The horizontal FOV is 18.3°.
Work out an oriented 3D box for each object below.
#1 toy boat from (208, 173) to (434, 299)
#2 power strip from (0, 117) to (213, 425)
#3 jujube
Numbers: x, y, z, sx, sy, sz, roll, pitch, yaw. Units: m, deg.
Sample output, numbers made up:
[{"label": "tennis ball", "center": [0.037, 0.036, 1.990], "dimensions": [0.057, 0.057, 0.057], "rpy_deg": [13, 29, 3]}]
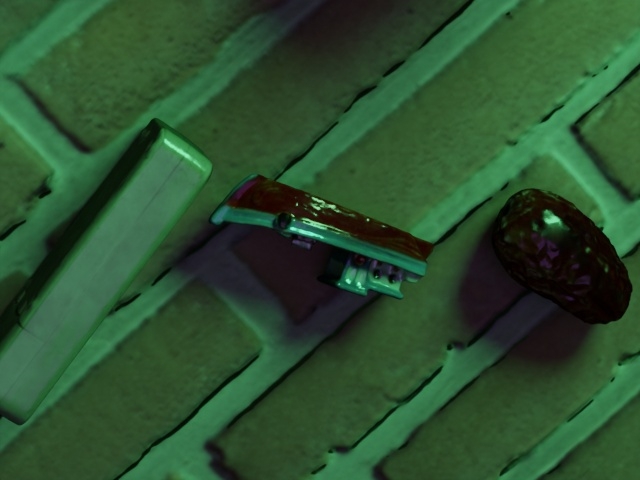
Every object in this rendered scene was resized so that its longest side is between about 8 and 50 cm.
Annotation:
[{"label": "toy boat", "center": [0.000, 0.000, 1.480], "dimensions": [0.173, 0.069, 0.059], "rpy_deg": [21, 89, -20]}, {"label": "power strip", "center": [-0.184, 0.041, 1.438], "dimensions": [0.053, 0.093, 0.288], "rpy_deg": [36, 93, -15]}, {"label": "jujube", "center": [0.186, 0.016, 1.524], "dimensions": [0.129, 0.077, 0.077], "rpy_deg": [41, 91, -22]}]
